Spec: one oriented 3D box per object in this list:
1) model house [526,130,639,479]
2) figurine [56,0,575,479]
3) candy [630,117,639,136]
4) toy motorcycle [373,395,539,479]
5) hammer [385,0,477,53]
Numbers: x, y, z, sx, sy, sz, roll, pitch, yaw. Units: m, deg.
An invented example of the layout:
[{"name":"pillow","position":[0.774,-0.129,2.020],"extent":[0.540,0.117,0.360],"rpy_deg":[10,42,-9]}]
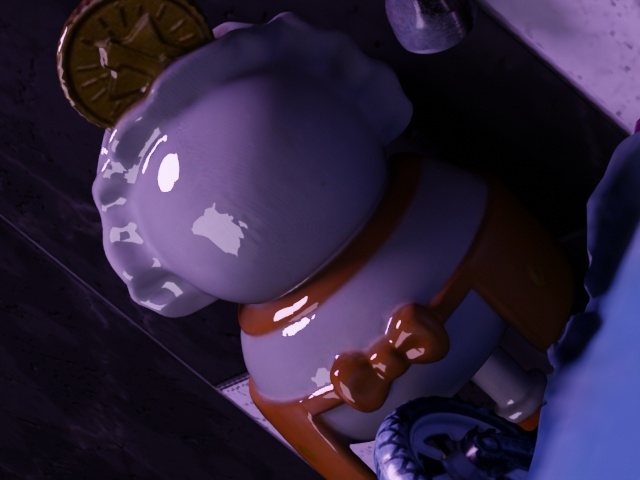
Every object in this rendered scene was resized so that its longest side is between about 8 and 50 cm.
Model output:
[{"name":"model house","position":[0.206,0.127,0.591],"extent":[0.215,0.237,0.303],"rpy_deg":[-2,145,37]},{"name":"figurine","position":[0.003,0.006,0.768],"extent":[0.143,0.143,0.271],"rpy_deg":[4,151,47]},{"name":"candy","position":[0.138,-0.038,0.651],"extent":[0.045,0.043,0.175],"rpy_deg":[27,157,-8]},{"name":"toy motorcycle","position":[0.133,0.115,0.733],"extent":[0.254,0.092,0.135],"rpy_deg":[9,-147,-31]},{"name":"hammer","position":[-0.083,-0.148,0.727],"extent":[0.290,0.037,0.137],"rpy_deg":[16,149,34]}]
